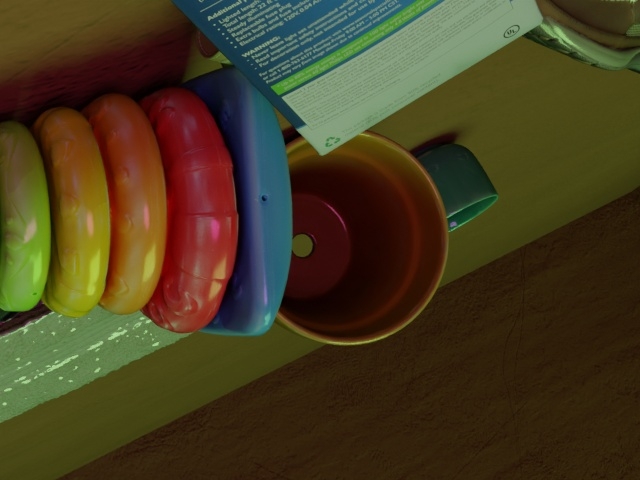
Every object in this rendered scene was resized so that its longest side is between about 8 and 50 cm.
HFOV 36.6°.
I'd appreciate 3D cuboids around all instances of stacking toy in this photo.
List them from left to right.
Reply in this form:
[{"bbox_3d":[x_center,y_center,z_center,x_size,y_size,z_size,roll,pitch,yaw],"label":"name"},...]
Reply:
[{"bbox_3d":[-0.183,-0.015,0.588,0.301,0.175,0.165,-5,-179,-29],"label":"stacking toy"}]

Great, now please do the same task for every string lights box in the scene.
[{"bbox_3d":[-0.007,-0.144,0.392,0.133,0.077,0.259,-30,152,11],"label":"string lights box"}]

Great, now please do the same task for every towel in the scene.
[{"bbox_3d":[-0.254,0.098,1.011,0.282,0.049,0.187,-26,152,-15],"label":"towel"}]

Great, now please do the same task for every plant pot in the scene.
[{"bbox_3d":[0.000,0.000,0.989,0.205,0.205,0.188,-25,-176,-16],"label":"plant pot"}]

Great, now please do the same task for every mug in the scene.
[{"bbox_3d":[0.139,-0.059,1.253,0.157,0.097,0.129,-31,169,15],"label":"mug"}]

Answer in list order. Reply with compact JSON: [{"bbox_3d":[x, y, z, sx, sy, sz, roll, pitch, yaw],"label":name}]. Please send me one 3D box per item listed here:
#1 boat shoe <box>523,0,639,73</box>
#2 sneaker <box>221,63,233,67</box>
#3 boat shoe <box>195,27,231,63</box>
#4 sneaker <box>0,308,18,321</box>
[{"bbox_3d":[0.257,-0.218,0.858,0.324,0.123,0.116,-3,120,-47],"label":"boat shoe"},{"bbox_3d":[0.005,-0.138,0.587,0.081,0.094,0.208,-22,168,-39],"label":"sneaker"},{"bbox_3d":[-0.047,-0.151,0.536,0.045,0.050,0.135,-15,153,-38],"label":"boat shoe"},{"bbox_3d":[-0.233,0.016,0.752,0.234,0.078,0.106,-18,168,-28],"label":"sneaker"}]
